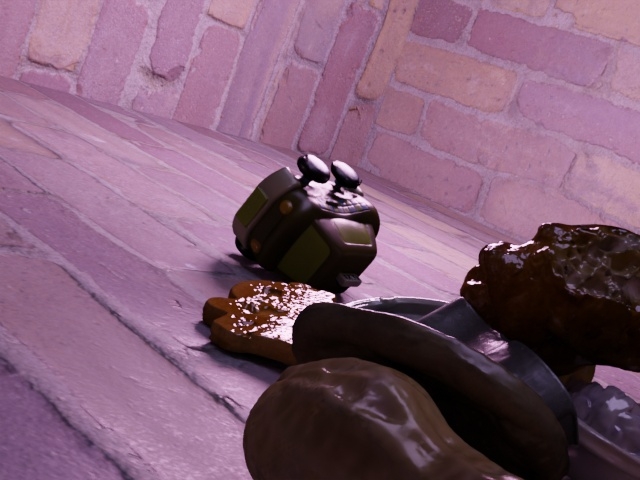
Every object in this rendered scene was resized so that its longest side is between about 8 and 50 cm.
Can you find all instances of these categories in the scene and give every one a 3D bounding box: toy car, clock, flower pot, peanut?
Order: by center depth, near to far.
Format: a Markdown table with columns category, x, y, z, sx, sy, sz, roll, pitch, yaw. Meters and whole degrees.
| category | x | y | z | sx | sy | sz | roll | pitch | yaw |
| --- | --- | --- | --- | --- | --- | --- | --- | --- | --- |
| peanut | 0.062 | 0.186 | 0.726 | 0.149 | 0.149 | 0.313 | 10 | 19 | -46 |
| flower pot | 0.171 | 0.163 | 1.065 | 0.108 | 0.103 | 0.229 | -26 | 29 | -12 |
| clock | 0.121 | 0.131 | 1.293 | 0.236 | 0.053 | 0.236 | 1 | 14 | 0 |
| toy car | 0.000 | 0.000 | 1.570 | 0.248 | 0.204 | 0.198 | 4 | 43 | -54 |

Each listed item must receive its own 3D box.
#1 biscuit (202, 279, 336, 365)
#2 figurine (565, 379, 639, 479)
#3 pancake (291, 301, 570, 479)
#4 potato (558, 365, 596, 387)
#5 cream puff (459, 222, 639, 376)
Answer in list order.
| category | x | y | z | sx | sy | sz | roll | pitch | yaw |
| --- | --- | --- | --- | --- | --- | --- | --- | --- | --- |
| biscuit | -0.052 | 0.099 | 1.213 | 0.184 | 0.035 | 0.249 | 11 | 15 | 0 |
| figurine | 0.348 | 0.218 | 1.114 | 0.236 | 0.141 | 0.162 | 12 | 19 | -37 |
| pancake | 0.093 | 0.153 | 0.877 | 0.294 | 0.049 | 0.294 | 29 | -22 | 13 |
| potato | 0.291 | 0.156 | 1.358 | 0.200 | 0.154 | 0.137 | 25 | -34 | 59 |
| cream puff | 0.306 | 0.071 | 1.158 | 0.269 | 0.155 | 0.241 | -3 | -26 | 22 |
